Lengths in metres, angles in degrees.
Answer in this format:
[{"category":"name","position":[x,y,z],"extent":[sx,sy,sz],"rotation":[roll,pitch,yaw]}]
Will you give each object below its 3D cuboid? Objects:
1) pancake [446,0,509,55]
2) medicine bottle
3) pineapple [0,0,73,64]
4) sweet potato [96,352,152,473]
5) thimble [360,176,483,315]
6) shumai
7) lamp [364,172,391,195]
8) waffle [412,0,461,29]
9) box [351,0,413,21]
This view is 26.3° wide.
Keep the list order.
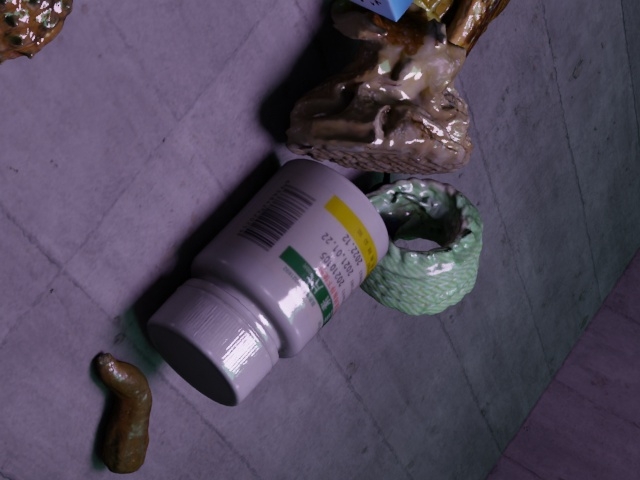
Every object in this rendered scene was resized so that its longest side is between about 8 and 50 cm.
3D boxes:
[{"category":"pancake","position":[0.273,-0.396,2.248],"extent":[0.266,0.057,0.244],"rotation":[-60,172,11]},{"category":"medicine bottle","position":[-0.077,0.062,1.992],"extent":[0.339,0.208,0.208],"rotation":[-48,150,-23]},{"category":"pineapple","position":[-0.385,-0.270,1.249],"extent":[0.340,0.169,0.169],"rotation":[14,104,-55]},{"category":"sweet potato","position":[-0.282,0.248,1.985],"extent":[0.081,0.062,0.233],"rotation":[-33,138,-40]},{"category":"thimble","position":[0.153,0.004,2.223],"extent":[0.219,0.219,0.150],"rotation":[-42,148,-31]},{"category":"shumai","position":[0.102,-0.234,2.019],"extent":[0.314,0.267,0.262],"rotation":[13,83,-53]},{"category":"lamp","position":[0.107,-0.174,2.214],"extent":[0.108,0.130,0.371],"rotation":[-55,167,-53]},{"category":"waffle","position":[0.212,-0.408,2.205],"extent":[0.208,0.054,0.214],"rotation":[-43,153,-37]},{"category":"box","position":[0.046,-0.411,1.830],"extent":[0.083,0.143,0.232],"rotation":[-52,151,-16]}]
